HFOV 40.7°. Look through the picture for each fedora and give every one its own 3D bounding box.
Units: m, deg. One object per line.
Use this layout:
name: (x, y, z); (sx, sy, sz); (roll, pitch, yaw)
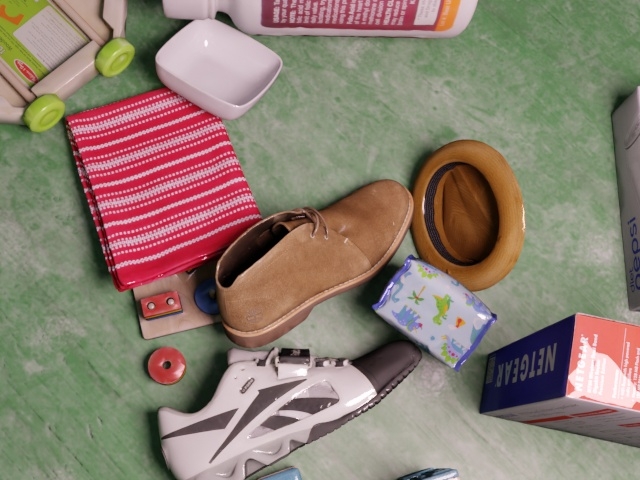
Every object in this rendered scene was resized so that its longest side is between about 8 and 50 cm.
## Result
fedora: (0.199, -0.032, 1.098); (0.079, 0.194, 0.194); (-1, 71, -43)

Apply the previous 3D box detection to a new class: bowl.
bowl: (-0.134, -0.219, 1.136); (0.142, 0.053, 0.142); (29, 48, 5)

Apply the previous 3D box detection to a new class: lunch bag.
lunch bag: (0.139, 0.083, 1.048); (0.129, 0.151, 0.096); (37, 100, 7)

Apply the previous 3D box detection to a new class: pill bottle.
pill bottle: (-0.005, -0.378, 1.111); (0.392, 0.224, 0.224); (0, 75, -7)

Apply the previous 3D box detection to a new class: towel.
towel: (-0.199, -0.079, 1.094); (0.199, 0.031, 0.275); (-19, 65, -11)

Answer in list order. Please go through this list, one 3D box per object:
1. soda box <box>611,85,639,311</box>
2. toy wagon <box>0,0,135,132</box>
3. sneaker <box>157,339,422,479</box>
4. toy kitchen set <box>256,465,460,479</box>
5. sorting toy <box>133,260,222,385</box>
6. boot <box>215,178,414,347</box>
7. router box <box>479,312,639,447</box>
soda box: (0.453, -0.054, 1.131); (0.091, 0.098, 0.286); (1, 76, -4)
toy wagon: (-0.427, -0.261, 1.138); (0.344, 0.068, 0.267); (-43, 82, -12)
sneaker: (-0.040, 0.174, 1.021); (0.330, 0.122, 0.146); (-26, 81, -11)
toy kitchen set: (0.043, 0.295, 0.972); (0.207, 0.166, 0.122); (-18, 77, -9)
sorting toy: (-0.175, 0.035, 1.088); (0.132, 0.046, 0.274); (-13, 76, -7)
boot: (0.000, 0.000, 1.051); (0.305, 0.115, 0.112); (-38, 47, -24)
router box: (0.363, 0.173, 0.940); (0.301, 0.335, 0.082); (12, 76, -1)
